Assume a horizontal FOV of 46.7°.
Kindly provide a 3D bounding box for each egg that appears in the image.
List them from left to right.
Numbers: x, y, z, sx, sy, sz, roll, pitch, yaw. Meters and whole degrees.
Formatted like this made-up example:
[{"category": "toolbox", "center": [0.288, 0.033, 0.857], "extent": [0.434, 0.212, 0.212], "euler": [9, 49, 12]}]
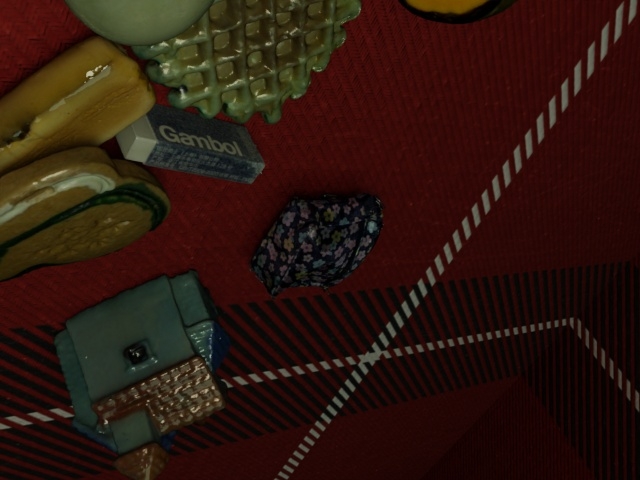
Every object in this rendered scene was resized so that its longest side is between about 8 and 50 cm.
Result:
[{"category": "egg", "center": [-0.180, -0.304, 0.734], "extent": [0.187, 0.186, 0.253], "euler": [-17, 160, -21]}]

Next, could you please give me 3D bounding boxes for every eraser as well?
[{"category": "eraser", "center": [-0.185, -0.139, 1.046], "extent": [0.213, 0.091, 0.046], "euler": [8, 132, -42]}]

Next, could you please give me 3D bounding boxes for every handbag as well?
[{"category": "handbag", "center": [0.000, 0.000, 1.346], "extent": [0.208, 0.126, 0.228], "euler": [-8, 141, -42]}]

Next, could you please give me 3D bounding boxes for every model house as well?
[{"category": "model house", "center": [-0.279, 0.272, 1.303], "extent": [0.295, 0.329, 0.251], "euler": [-25, 143, -7]}]

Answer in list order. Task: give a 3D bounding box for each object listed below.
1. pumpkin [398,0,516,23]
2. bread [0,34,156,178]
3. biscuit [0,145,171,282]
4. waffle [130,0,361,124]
[{"category": "pumpkin", "center": [0.200, -0.438, 0.889], "extent": [0.232, 0.242, 0.324], "euler": [-39, 158, -51]}, {"category": "bread", "center": [-0.348, -0.137, 0.913], "extent": [0.305, 0.091, 0.142], "euler": [-35, 163, 5]}, {"category": "biscuit", "center": [-0.350, -0.016, 0.994], "extent": [0.288, 0.057, 0.344], "euler": [-26, 169, 2]}, {"category": "waffle", "center": [-0.083, -0.286, 0.961], "extent": [0.292, 0.056, 0.309], "euler": [12, 127, -47]}]
